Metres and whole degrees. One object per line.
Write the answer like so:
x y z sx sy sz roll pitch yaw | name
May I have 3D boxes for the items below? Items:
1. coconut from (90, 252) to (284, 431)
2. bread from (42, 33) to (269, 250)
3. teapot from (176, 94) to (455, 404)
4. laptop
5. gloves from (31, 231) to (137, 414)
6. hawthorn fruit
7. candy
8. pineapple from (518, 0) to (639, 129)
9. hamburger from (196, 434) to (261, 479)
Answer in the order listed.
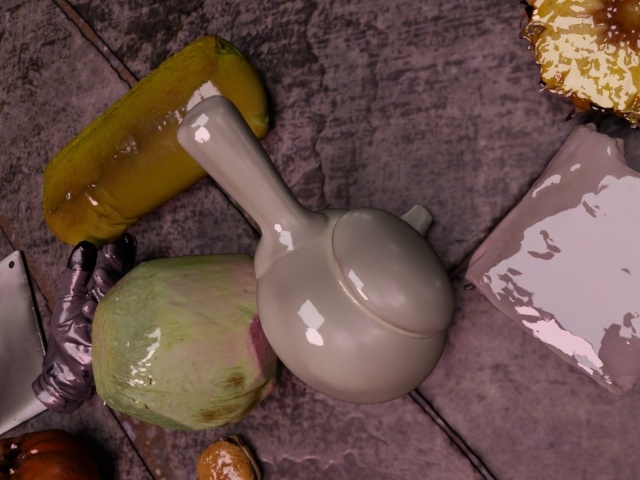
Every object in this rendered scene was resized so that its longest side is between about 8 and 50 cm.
-0.133 0.113 0.641 0.236 0.236 0.204 -55 38 10 | coconut
-0.243 -0.130 0.772 0.384 0.112 0.166 -30 72 20 | bread
-0.001 0.025 0.531 0.149 0.318 0.220 -45 38 33 | teapot
-0.522 0.172 0.920 0.188 0.015 0.269 -29 72 19 | laptop
-0.317 0.108 0.778 0.142 0.119 0.285 36 114 14 | gloves
-0.393 0.376 0.759 0.197 0.196 0.225 9 112 26 | hawthorn fruit
0.243 0.015 0.507 0.185 0.137 0.195 41 103 24 | candy
0.301 -0.206 0.540 0.225 0.076 0.224 -2 85 24 | pineapple
-0.115 0.287 0.695 0.076 0.044 0.083 -44 70 15 | hamburger
